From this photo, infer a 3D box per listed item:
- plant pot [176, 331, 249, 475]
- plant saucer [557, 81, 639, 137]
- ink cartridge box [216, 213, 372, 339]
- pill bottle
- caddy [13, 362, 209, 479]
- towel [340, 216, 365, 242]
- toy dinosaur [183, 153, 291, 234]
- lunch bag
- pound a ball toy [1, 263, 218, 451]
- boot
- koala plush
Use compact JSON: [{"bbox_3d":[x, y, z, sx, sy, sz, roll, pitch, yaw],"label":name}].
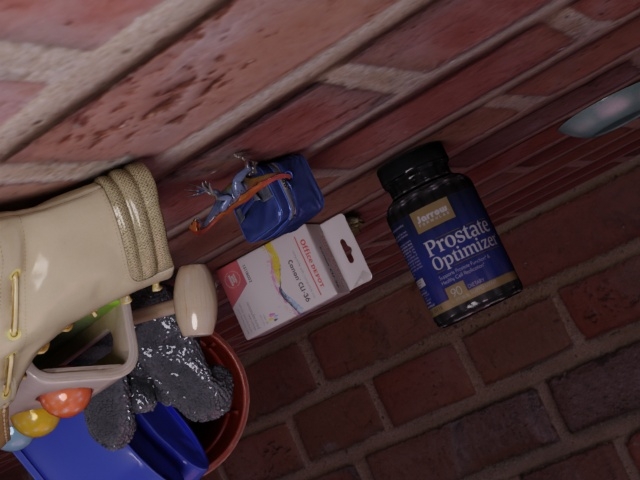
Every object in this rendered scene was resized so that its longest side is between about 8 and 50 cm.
[{"bbox_3d":[-0.285,0.278,1.803,0.272,0.273,0.265,-22,179,-19],"label":"plant pot"},{"bbox_3d":[0.482,-0.208,1.678,0.194,0.037,0.195,-25,173,-3],"label":"plant saucer"},{"bbox_3d":[-0.038,0.050,1.501,0.198,0.115,0.067,-28,171,18],"label":"ink cartridge box"},{"bbox_3d":[0.159,-0.009,1.324,0.122,0.219,0.123,-25,172,-3],"label":"pill bottle"},{"bbox_3d":[-0.323,0.288,1.468,0.179,0.341,0.241,-42,172,8],"label":"caddy"},{"bbox_3d":[0.000,0.000,1.608,0.148,0.027,0.110,-27,173,5],"label":"towel"},{"bbox_3d":[-0.083,-0.038,0.941,0.047,0.090,0.082,-72,-178,-87],"label":"toy dinosaur"},{"bbox_3d":[-0.047,-0.041,1.036,0.065,0.067,0.098,-21,170,-31],"label":"lunch bag"},{"bbox_3d":[-0.266,0.137,1.119,0.208,0.136,0.319,2,158,-37],"label":"pound a ball toy"},{"bbox_3d":[-0.223,0.061,0.853,0.203,0.095,0.262,-24,142,-30],"label":"boot"},{"bbox_3d":[-0.216,0.121,1.347,0.196,0.203,0.221,-17,-165,10],"label":"koala plush"}]
